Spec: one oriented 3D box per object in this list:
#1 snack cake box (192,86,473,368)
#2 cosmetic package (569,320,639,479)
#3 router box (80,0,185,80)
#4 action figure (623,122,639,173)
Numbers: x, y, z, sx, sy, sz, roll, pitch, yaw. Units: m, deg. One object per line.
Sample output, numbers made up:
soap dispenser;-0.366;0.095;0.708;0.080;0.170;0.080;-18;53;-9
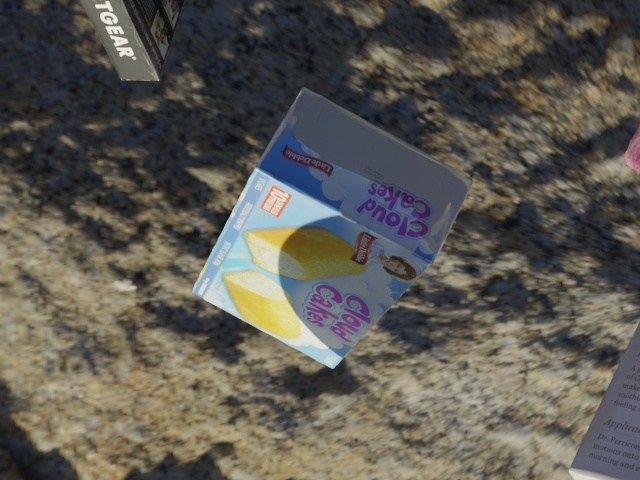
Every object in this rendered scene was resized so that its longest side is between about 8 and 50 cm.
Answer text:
snack cake box;0.000;0.000;1.059;0.152;0.264;0.089;29;62;-3
cosmetic package;0.351;0.063;0.885;0.197;0.155;0.365;13;62;43
router box;-0.178;-0.255;1.181;0.046;0.179;0.133;3;59;15
action figure;0.278;0.031;0.570;0.275;0.248;0.370;7;49;-18
